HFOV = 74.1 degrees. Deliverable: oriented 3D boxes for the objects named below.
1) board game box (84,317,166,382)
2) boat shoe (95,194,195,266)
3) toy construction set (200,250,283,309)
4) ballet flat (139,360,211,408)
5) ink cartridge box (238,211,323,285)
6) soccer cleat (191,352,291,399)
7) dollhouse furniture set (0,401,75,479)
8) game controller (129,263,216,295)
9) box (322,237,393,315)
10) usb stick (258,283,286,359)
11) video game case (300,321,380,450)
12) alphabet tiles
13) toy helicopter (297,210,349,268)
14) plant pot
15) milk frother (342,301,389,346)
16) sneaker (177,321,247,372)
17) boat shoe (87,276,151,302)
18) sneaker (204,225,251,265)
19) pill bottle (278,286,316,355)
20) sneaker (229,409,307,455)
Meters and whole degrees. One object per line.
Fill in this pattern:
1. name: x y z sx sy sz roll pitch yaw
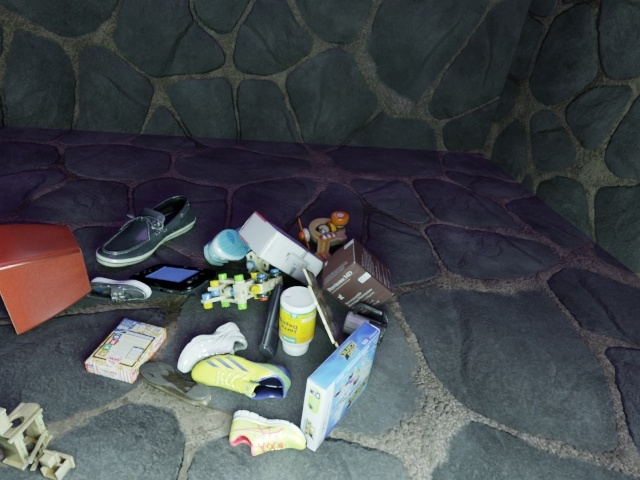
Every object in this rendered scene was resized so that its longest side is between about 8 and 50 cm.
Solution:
1. board game box: -0.586 0.330 1.292 0.146 0.045 0.194 12 32 7
2. boat shoe: -0.724 -0.054 1.782 0.186 0.156 0.500 22 36 19
3. toy construction set: -0.266 0.155 1.565 0.214 0.151 0.327 -5 19 25
4. ballet flat: -0.413 0.410 1.201 0.249 0.058 0.084 15 29 21
5. ink cartridge box: -0.149 0.034 1.630 0.283 0.117 0.207 37 1 -42
6. soccer cleat: -0.226 0.395 1.209 0.288 0.094 0.121 7 18 -5
7. dollhouse furniture set: -0.647 0.438 0.975 0.160 0.182 0.101 12 32 8
8. game controller: -0.535 0.134 1.535 0.318 0.067 0.166 5 30 27
9. box: 0.133 0.139 1.559 0.203 0.168 0.167 39 26 -20
10. usb stick: -0.155 0.266 1.426 0.045 0.077 0.278 -18 36 22
11. video game case: 0.055 0.388 1.144 0.061 0.245 0.269 27 37 26
12. alphabet tiles: 0.018 0.225 1.325 0.011 0.285 0.342 -25 -9 2
13. toy helicopter: 0.000 0.000 1.867 0.234 0.140 0.355 6 34 2
14. plant pot: -0.913 0.091 1.387 0.235 0.268 0.267 -20 41 -33
15. milk frother: 0.167 0.289 1.489 0.134 0.129 0.143 19 -10 17
16. sneaker: -0.320 0.339 1.297 0.115 0.091 0.232 32 40 29
17. boat shoe: -0.710 0.181 1.479 0.228 0.080 0.076 10 38 6
18. sneaker: -0.390 0.042 1.648 0.208 0.127 0.319 -25 0 14
19. pill bottle: -0.075 0.262 1.352 0.117 0.209 0.118 4 31 -3
20. sneaker: -0.137 0.509 1.080 0.208 0.082 0.094 8 38 13
